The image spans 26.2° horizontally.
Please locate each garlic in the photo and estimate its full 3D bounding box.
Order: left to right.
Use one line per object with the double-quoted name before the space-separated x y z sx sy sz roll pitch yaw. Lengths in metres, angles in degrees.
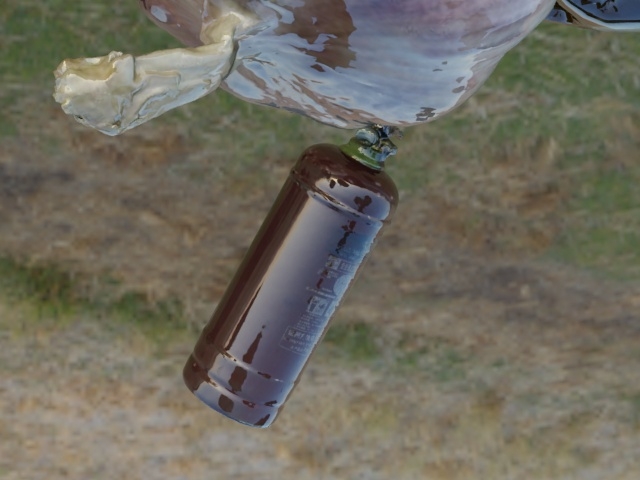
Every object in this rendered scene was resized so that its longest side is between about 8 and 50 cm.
"garlic" -0.030 -0.133 0.689 0.245 0.253 0.245 31 149 21

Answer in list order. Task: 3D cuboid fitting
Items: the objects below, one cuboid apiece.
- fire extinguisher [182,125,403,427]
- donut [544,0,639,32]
"fire extinguisher" 0.000 0.000 1.262 0.102 0.344 0.138 32 -168 14
"donut" 0.202 -0.240 0.894 0.330 0.159 0.330 12 176 1
